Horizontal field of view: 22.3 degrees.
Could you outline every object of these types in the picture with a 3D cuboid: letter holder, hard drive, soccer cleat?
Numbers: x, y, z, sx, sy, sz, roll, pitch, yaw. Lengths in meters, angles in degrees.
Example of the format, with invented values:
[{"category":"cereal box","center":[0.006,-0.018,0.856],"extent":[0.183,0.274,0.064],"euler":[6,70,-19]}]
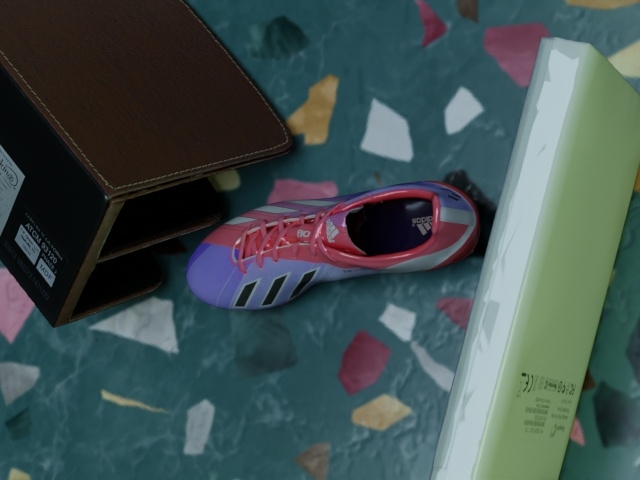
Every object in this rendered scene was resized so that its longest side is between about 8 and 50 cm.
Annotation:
[{"category":"letter holder","center":[-0.197,-0.112,1.324],"extent":[0.302,0.214,0.152],"euler":[49,133,21]},{"category":"hard drive","center":[0.154,0.036,1.107],"extent":[0.040,0.203,0.308],"euler":[13,87,24]},{"category":"soccer cleat","center":[0.000,0.000,1.237],"extent":[0.248,0.095,0.083],"euler":[-9,78,21]}]
